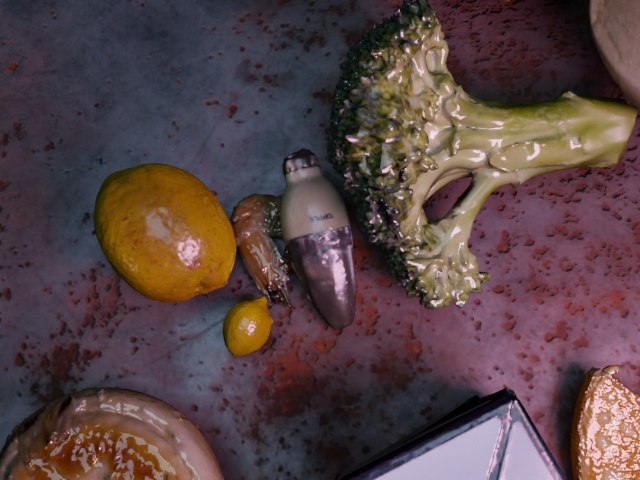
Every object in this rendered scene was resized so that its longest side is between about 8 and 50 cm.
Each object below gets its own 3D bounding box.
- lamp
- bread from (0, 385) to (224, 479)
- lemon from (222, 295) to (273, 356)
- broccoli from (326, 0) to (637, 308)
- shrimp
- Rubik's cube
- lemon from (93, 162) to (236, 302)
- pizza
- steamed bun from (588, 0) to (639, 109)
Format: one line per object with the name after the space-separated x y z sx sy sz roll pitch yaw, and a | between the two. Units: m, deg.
0.000 0.000 1.059 0.101 0.101 0.250 -15 87 1 | lamp
-0.260 0.330 0.979 0.306 0.159 0.305 -1 80 5 | bread
-0.100 0.116 1.064 0.065 0.065 0.092 28 82 10 | lemon
0.192 -0.162 1.025 0.397 0.275 0.353 -33 121 3 | broccoli
-0.066 0.016 1.102 0.099 0.041 0.180 -16 74 -15 | shrimp
0.168 0.333 0.897 0.248 0.250 0.246 -30 77 0 | Rubik's cube
-0.209 -0.010 1.051 0.170 0.170 0.207 -35 81 -4 | lemon
0.414 0.256 0.993 0.199 0.062 0.188 6 90 0 | pizza
0.478 -0.234 0.969 0.290 0.273 0.272 25 80 -36 | steamed bun
